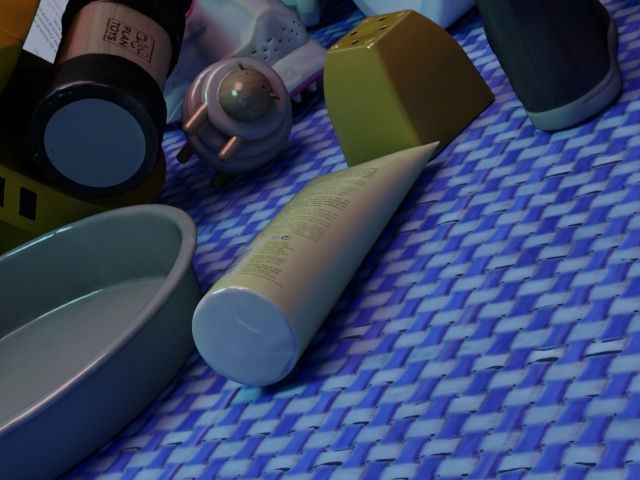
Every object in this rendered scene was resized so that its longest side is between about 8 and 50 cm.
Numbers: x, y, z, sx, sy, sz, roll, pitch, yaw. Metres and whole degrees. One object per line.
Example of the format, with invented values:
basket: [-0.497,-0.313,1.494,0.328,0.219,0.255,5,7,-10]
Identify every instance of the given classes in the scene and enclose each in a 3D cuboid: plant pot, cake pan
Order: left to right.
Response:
cake pan: [-0.194,0.080,0.965,0.293,0.054,0.293,-25,21,10]
plant pot: [0.050,-0.106,1.038,0.081,0.083,0.081,-3,33,51]

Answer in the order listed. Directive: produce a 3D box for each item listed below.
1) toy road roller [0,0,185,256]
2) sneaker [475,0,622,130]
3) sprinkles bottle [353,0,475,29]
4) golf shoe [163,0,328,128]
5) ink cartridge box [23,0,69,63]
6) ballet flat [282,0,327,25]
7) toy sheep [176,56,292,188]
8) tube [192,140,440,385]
toy road roller: [-0.268,-0.102,1.138,0.241,0.329,0.202,-56,18,30]
sneaker: [0.138,-0.165,1.010,0.083,0.118,0.222,-26,21,9]
sprinkles bottle: [0.169,-0.304,1.282,0.355,0.121,0.121,-40,24,-27]
golf shoe: [-0.107,-0.173,1.314,0.115,0.140,0.306,-42,23,-26]
ink cartridge box: [-0.295,-0.252,1.524,0.330,0.324,0.071,-32,-17,-10]
ballet flat: [0.032,-0.320,1.519,0.139,0.139,0.400,-11,32,39]
toy sheep: [-0.063,-0.089,1.145,0.091,0.091,0.132,-37,-3,-19]
tube: [0.000,0.000,0.909,0.070,0.062,0.240,23,32,7]
